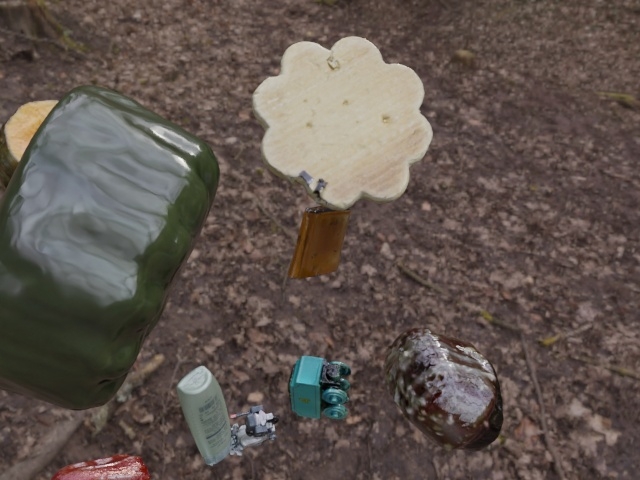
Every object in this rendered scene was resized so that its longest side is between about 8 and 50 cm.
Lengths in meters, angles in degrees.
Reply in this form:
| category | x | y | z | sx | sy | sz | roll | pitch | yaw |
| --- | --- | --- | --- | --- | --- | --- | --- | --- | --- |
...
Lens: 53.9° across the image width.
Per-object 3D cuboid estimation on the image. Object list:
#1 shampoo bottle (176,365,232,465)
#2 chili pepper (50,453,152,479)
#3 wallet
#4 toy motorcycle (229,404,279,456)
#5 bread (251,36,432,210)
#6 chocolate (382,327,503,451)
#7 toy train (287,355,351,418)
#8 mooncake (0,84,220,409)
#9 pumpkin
| category | x | y | z | sx | sy | sz | roll | pitch | yaw |
| --- | --- | --- | --- | --- | --- | --- | --- | --- | --- |
| shampoo bottle | -0.190 | 0.299 | 1.056 | 0.049 | 0.212 | 0.072 | 26 | 48 | 29 |
| chili pepper | -0.533 | 0.557 | 1.461 | 0.253 | 0.136 | 0.144 | 21 | 31 | -49 |
| wallet | -0.003 | 0.000 | 1.396 | 0.042 | 0.160 | 0.195 | 19 | 15 | 26 |
| toy motorcycle | -0.212 | 0.577 | 1.899 | 0.150 | 0.221 | 0.102 | 1 | 52 | -22 |
| bread | 0.036 | -0.198 | 1.053 | 0.316 | 0.054 | 0.315 | 2 | 75 | -6 |
| chocolate | 0.274 | 0.343 | 1.524 | 0.210 | 0.225 | 0.340 | 25 | 20 | -22 |
| toy train | 0.000 | 0.373 | 1.584 | 0.155 | 0.197 | 0.107 | 6 | 47 | 7 |
| mooncake | -0.254 | 0.014 | 0.726 | 0.194 | 0.356 | 0.356 | 22 | 29 | -15 |
| pumpkin | -0.375 | -0.098 | 1.059 | 0.317 | 0.139 | 0.222 | 38 | 43 | 6 |
